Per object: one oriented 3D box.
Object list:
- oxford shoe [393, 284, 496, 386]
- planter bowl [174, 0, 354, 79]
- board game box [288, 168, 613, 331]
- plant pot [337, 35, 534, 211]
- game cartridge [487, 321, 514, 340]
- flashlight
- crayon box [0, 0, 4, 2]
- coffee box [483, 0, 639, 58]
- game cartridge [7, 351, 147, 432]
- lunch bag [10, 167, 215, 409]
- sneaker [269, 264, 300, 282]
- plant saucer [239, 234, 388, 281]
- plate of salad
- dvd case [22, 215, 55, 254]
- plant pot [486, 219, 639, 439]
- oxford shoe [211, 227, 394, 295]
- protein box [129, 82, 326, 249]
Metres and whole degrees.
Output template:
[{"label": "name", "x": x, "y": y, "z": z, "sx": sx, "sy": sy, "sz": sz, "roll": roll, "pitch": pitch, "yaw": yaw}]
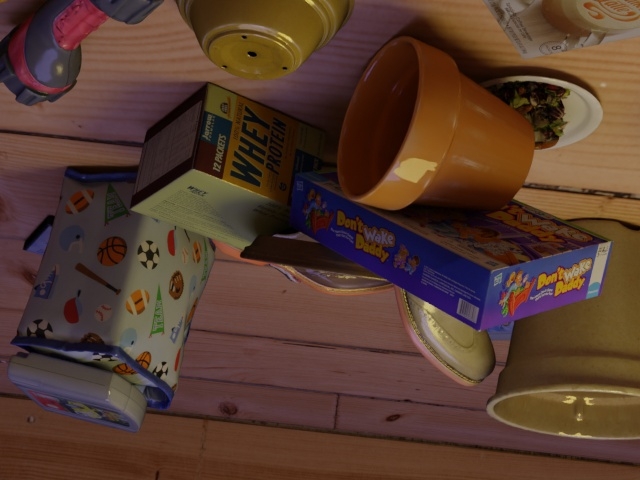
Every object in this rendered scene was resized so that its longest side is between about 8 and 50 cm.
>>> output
[{"label": "oxford shoe", "x": 0.198, "y": 0.065, "z": 1.601, "sx": 0.147, "sy": 0.140, "sz": 0.397, "roll": -16, "pitch": 117, "yaw": 33}, {"label": "planter bowl", "x": -0.073, "y": -0.245, "z": 1.165, "sx": 0.217, "sy": 0.090, "sz": 0.217, "roll": 5, "pitch": 159, "yaw": 2}, {"label": "board game box", "x": 0.159, "y": -0.009, "z": 1.313, "sx": 0.233, "sy": 0.078, "sz": 0.347, "roll": -11, "pitch": -153, "yaw": -40}, {"label": "plant pot", "x": 0.149, "y": -0.122, "z": 1.248, "sx": 0.188, "sy": 0.205, "sz": 0.205, "roll": 16, "pitch": 156, "yaw": -22}, {"label": "game cartridge", "x": 0.374, "y": 0.136, "z": 2.036, "sx": 0.198, "sy": 0.062, "sz": 0.297, "roll": -9, "pitch": 154, "yaw": 24}, {"label": "flashlight", "x": -0.280, "y": -0.250, "z": 1.195, "sx": 0.103, "sy": 0.103, "sz": 0.304, "roll": 24, "pitch": 153, "yaw": -34}, {"label": "crayon box", "x": -0.454, "y": -0.323, "z": 1.094, "sx": 0.319, "sy": 0.081, "sz": 0.202, "roll": -9, "pitch": 153, "yaw": 33}, {"label": "coffee box", "x": 0.289, "y": -0.272, "z": 0.981, "sx": 0.247, "sy": 0.098, "sz": 0.141, "roll": -7, "pitch": 155, "yaw": 31}, {"label": "game cartridge", "x": -0.391, "y": 0.260, "z": 1.704, "sx": 0.196, "sy": 0.060, "sz": 0.294, "roll": 10, "pitch": 160, "yaw": 3}, {"label": "lunch bag", "x": -0.328, "y": 0.099, "z": 1.774, "sx": 0.239, "sy": 0.327, "sz": 0.385, "roll": 5, "pitch": 160, "yaw": 20}, {"label": "sneaker", "x": -0.085, "y": 0.016, "z": 1.870, "sx": 0.077, "sy": 0.072, "sz": 0.178, "roll": 8, "pitch": 153, "yaw": 30}, {"label": "plant saucer", "x": 0.025, "y": 0.027, "z": 1.449, "sx": 0.278, "sy": 0.041, "sz": 0.278, "roll": 8, "pitch": 180, "yaw": 0}, {"label": "plate of salad", "x": 0.268, "y": -0.156, "z": 1.344, "sx": 0.200, "sy": 0.048, "sz": 0.200, "roll": 6, "pitch": 158, "yaw": 3}, {"label": "dvd case", "x": -0.443, "y": 0.020, "z": 2.021, "sx": 0.253, "sy": 0.022, "sz": 0.180, "roll": 18, "pitch": 156, "yaw": -25}, {"label": "plant pot", "x": 0.450, "y": 0.145, "z": 1.692, "sx": 0.334, "sy": 0.305, "sz": 0.334, "roll": 6, "pitch": 158, "yaw": 2}, {"label": "oxford shoe", "x": 0.000, "y": 0.000, "z": 1.711, "sx": 0.364, "sy": 0.130, "sz": 0.132, "roll": 13, "pitch": 151, "yaw": -16}, {"label": "protein box", "x": -0.135, "y": -0.100, "z": 1.480, "sx": 0.200, "sy": 0.136, "sz": 0.201, "roll": 20, "pitch": 155, "yaw": -29}]
